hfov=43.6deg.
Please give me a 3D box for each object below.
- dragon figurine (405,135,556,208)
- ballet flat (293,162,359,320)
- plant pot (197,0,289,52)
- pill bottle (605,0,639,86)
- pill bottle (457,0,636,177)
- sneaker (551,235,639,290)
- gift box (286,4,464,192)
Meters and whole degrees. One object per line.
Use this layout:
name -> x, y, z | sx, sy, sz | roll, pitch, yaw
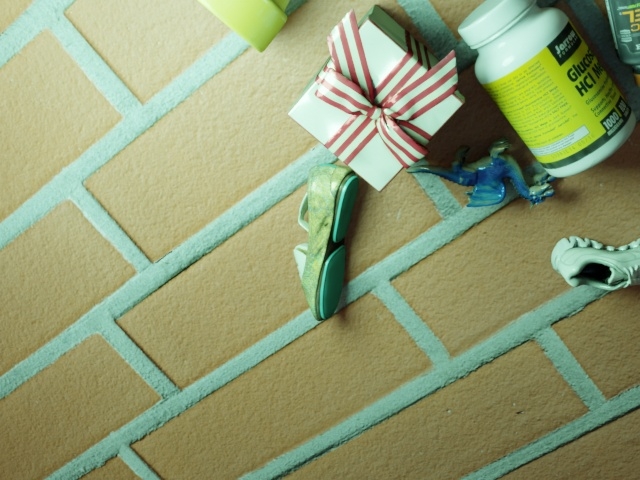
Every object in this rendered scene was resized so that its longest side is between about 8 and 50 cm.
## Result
dragon figurine -> 0.322, -0.116, 1.592 | 0.289, 0.085, 0.144 | -13, 111, 11
ballet flat -> 0.000, 0.000, 1.680 | 0.123, 0.123, 0.348 | 10, 115, 3
plant pot -> -0.128, -0.502, 1.406 | 0.254, 0.254, 0.239 | 39, 98, -10
pill bottle -> 0.578, -0.399, 1.411 | 0.130, 0.130, 0.245 | -16, 111, 14
pill bottle -> 0.403, -0.293, 1.448 | 0.188, 0.188, 0.334 | -36, 105, 20
sneaker -> 0.623, 0.056, 1.614 | 0.292, 0.118, 0.110 | -2, 111, 7
gift box -> 0.107, -0.282, 1.453 | 0.255, 0.258, 0.276 | 34, 114, -9
